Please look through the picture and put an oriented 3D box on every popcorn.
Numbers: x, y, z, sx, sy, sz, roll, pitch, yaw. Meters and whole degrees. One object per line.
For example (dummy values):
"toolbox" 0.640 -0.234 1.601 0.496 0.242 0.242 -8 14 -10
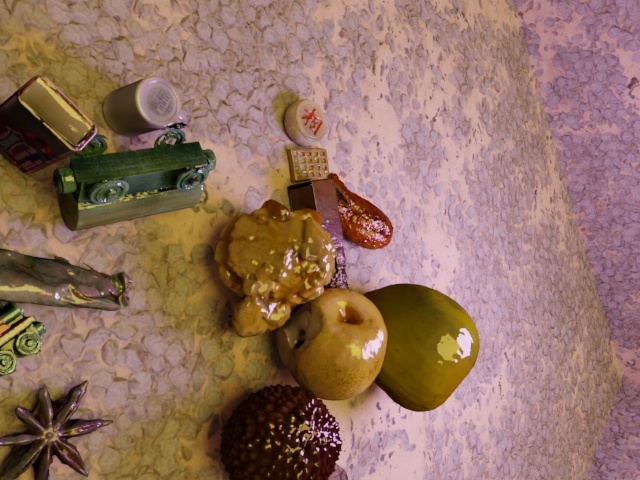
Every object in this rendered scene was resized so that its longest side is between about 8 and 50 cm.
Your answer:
"popcorn" -0.109 0.058 1.213 0.265 0.225 0.332 35 77 -22

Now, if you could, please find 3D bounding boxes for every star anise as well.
"star anise" -0.459 0.337 0.942 0.181 0.061 0.204 31 62 -33

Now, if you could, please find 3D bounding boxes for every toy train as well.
"toy train" -0.349 -0.117 1.036 0.308 0.189 0.126 -17 75 -40
"toy train" -0.539 0.171 0.877 0.176 0.074 0.118 -45 111 -37

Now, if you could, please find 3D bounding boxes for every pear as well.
"pear" 0.033 0.251 1.311 0.271 0.271 0.270 6 81 -44

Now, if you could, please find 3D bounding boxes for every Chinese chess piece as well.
"Chinese chess piece" -0.039 -0.309 1.438 0.122 0.051 0.121 6 82 -44

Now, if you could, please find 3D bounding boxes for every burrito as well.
"burrito" -0.476 0.071 0.943 0.309 0.066 0.096 15 39 -41

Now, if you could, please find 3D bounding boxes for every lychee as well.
"lychee" -0.079 0.430 1.165 0.268 0.268 0.267 6 81 -44

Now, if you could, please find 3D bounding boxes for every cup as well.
"cup" -0.335 -0.264 1.081 0.136 0.133 0.099 -21 104 -45

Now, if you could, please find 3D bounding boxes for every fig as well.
"fig" 0.247 0.273 1.487 0.344 0.344 0.342 6 81 -44

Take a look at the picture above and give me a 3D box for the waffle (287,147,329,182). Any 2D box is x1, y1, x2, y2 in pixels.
"waffle" -0.030 -0.201 1.458 0.135 0.021 0.092 -9 91 -44

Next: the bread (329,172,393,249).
"bread" 0.105 -0.070 1.527 0.269 0.095 0.139 42 50 -29

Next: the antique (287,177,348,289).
"antique" 0.000 0.000 1.415 0.088 0.093 0.309 -13 96 -45

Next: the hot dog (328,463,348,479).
"hot dog" -0.014 0.581 1.359 0.252 0.069 0.131 45 47 -35

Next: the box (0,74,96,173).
"box" -0.461 -0.179 0.883 0.120 0.224 0.069 48 56 -29
